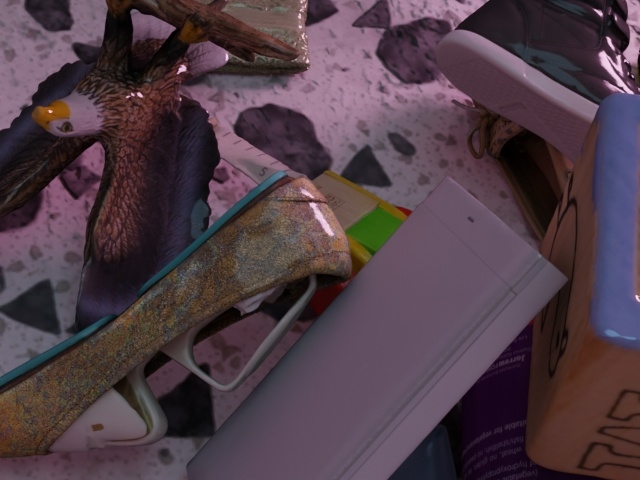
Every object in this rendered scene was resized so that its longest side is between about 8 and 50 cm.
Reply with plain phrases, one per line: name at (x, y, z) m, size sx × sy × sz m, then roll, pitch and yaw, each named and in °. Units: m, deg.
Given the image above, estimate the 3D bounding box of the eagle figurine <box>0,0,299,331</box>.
eagle figurine at (-0.185, -0.080, 1.057) m, size 0.225 × 0.298 × 0.226 m, roll 11°, pitch 21°, yaw -38°

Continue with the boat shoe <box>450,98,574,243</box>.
boat shoe at (0.206, -0.081, 1.176) m, size 0.089 × 0.104 × 0.285 m, roll -21°, pitch 66°, yaw -25°

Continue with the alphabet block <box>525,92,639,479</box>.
alphabet block at (0.253, 0.044, 0.834) m, size 0.193 × 0.197 × 0.192 m, roll 11°, pitch 57°, yaw 2°

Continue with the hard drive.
hard drive at (0.026, 0.101, 0.898) m, size 0.040 × 0.203 × 0.307 m, roll 40°, pitch 96°, yaw -20°

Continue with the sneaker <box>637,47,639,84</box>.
sneaker at (0.394, -0.107, 1.226) m, size 0.123 × 0.109 × 0.295 m, roll 2°, pitch 58°, yaw -6°

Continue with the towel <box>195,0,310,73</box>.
towel at (-0.083, -0.211, 1.245) m, size 0.148 × 0.027 × 0.110 m, roll 3°, pitch 59°, yaw -10°

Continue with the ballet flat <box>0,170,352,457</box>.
ballet flat at (-0.124, 0.086, 0.958) m, size 0.348 × 0.123 × 0.123 m, roll -36°, pitch 70°, yaw -4°

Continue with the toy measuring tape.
toy measuring tape at (0.000, 0.000, 1.109) m, size 0.121 × 0.121 × 0.330 m, roll -37°, pitch 49°, yaw -28°

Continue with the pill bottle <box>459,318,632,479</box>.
pill bottle at (0.198, 0.200, 0.955) m, size 0.181 × 0.181 × 0.323 m, roll 6°, pitch 58°, yaw -7°

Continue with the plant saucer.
plant saucer at (0.086, 0.241, 1.006) m, size 0.067 × 0.018 × 0.192 m, roll -2°, pitch 60°, yaw -13°

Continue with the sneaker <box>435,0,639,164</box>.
sneaker at (0.260, -0.137, 1.103) m, size 0.295 × 0.104 × 0.147 m, roll 35°, pitch 70°, yaw 6°
